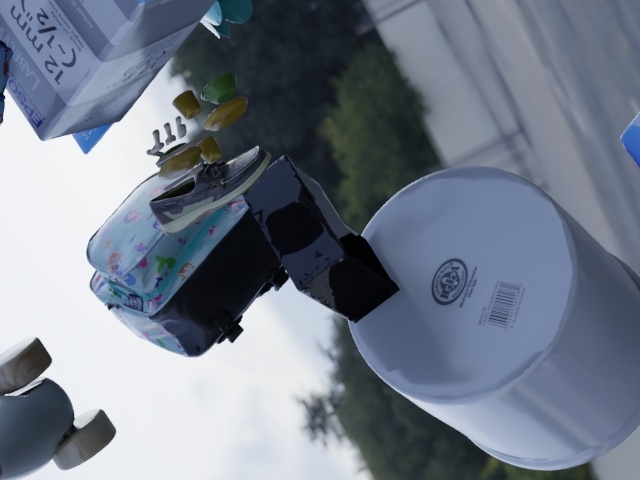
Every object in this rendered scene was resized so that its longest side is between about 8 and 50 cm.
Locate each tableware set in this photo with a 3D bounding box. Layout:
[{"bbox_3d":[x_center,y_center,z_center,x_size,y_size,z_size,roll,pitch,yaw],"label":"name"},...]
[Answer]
[{"bbox_3d":[-0.114,-0.104,1.466,0.024,0.104,0.154,55,169,16],"label":"tableware set"}]

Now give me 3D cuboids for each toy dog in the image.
[{"bbox_3d":[-0.386,0.247,1.773,0.334,0.161,0.220,-16,-101,-54],"label":"toy dog"}]

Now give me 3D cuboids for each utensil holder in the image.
[{"bbox_3d":[0.243,0.105,2.068,0.385,0.327,0.327,34,-152,-58],"label":"utensil holder"}]

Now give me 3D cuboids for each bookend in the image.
[{"bbox_3d":[0.000,0.000,1.879,0.157,0.072,0.156,59,-167,28],"label":"bookend"}]

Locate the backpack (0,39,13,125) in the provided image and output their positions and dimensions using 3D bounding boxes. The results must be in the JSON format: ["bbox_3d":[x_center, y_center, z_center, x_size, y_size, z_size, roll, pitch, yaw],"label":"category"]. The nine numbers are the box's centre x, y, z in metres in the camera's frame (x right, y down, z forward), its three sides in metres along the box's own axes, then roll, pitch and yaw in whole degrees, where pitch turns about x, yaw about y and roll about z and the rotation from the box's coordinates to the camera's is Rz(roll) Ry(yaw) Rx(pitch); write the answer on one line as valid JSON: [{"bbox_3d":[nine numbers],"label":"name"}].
[{"bbox_3d":[-0.305,-0.091,1.149,0.158,0.173,0.117,-65,-37,-87],"label":"backpack"}]

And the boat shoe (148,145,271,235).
[{"bbox_3d":[-0.125,-0.062,1.769,0.049,0.152,0.056,51,-168,-22],"label":"boat shoe"}]

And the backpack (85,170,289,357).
[{"bbox_3d":[-0.188,0.024,2.070,0.191,0.225,0.253,45,163,-21],"label":"backpack"}]

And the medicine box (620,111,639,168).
[{"bbox_3d":[0.474,-0.102,1.501,0.149,0.289,0.263,-7,-126,-39],"label":"medicine box"}]

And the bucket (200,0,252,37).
[{"bbox_3d":[-0.108,-0.386,1.793,0.183,0.281,0.281,37,-173,0],"label":"bucket"}]

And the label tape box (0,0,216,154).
[{"bbox_3d":[-0.230,-0.220,1.257,0.249,0.115,0.348,56,143,4],"label":"label tape box"}]
